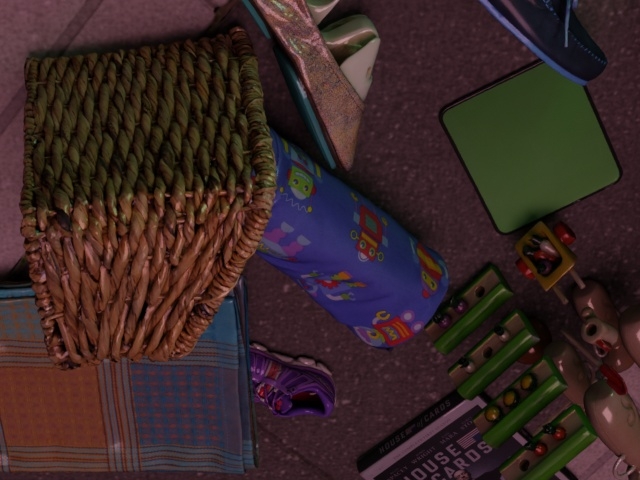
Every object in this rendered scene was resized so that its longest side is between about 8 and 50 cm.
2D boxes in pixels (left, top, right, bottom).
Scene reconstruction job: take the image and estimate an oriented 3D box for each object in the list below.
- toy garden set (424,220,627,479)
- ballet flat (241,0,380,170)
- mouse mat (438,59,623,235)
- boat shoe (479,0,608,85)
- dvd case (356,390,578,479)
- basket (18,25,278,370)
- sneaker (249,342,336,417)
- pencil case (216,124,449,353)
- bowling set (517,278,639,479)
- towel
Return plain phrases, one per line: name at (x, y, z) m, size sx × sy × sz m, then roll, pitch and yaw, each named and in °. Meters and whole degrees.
toy garden set at (0.221, 0.112, 1.592) m, size 0.204 × 0.244 × 0.049 m, roll -45°, pitch 138°, yaw 20°
ballet flat at (-0.006, -0.201, 1.418) m, size 0.106 × 0.107 × 0.316 m, roll -29°, pitch 127°, yaw 1°
mouse mat at (0.225, -0.099, 1.592) m, size 0.152 × 0.007 × 0.190 m, roll -26°, pitch 127°, yaw 8°
boat shoe at (0.197, -0.245, 1.422) m, size 0.089 × 0.109 × 0.258 m, roll -44°, pitch 124°, yaw 16°
dvd case at (0.185, 0.290, 1.850) m, size 0.179 × 0.030 × 0.238 m, roll -38°, pitch 124°, yaw 15°
basket at (-0.149, -0.029, 1.387) m, size 0.223 × 0.299 × 0.213 m, roll -8°, pitch 127°, yaw -5°
sneaker at (-0.060, 0.161, 1.684) m, size 0.169 × 0.071 × 0.068 m, roll 9°, pitch 123°, yaw -16°
pencil case at (0.000, 0.000, 1.531) m, size 0.133 × 0.119 × 0.306 m, roll -13°, pitch 144°, yaw 38°
bowling set at (0.325, 0.135, 1.702) m, size 0.200 × 0.287 × 0.154 m, roll 2°, pitch 135°, yaw 45°
towel at (-0.256, 0.153, 1.625) m, size 0.370 × 0.040 × 0.271 m, roll -2°, pitch 125°, yaw 2°
